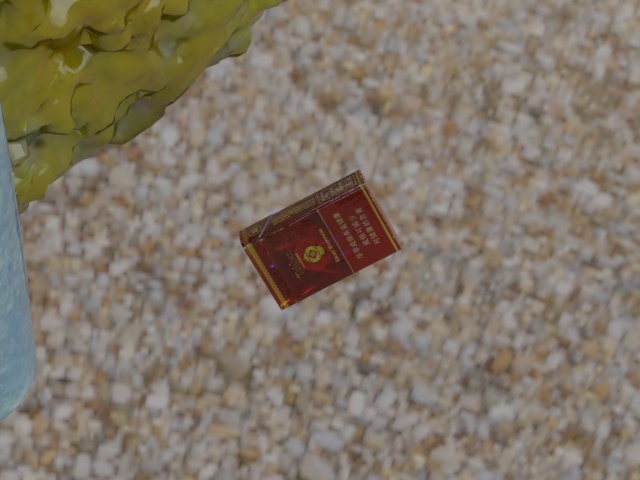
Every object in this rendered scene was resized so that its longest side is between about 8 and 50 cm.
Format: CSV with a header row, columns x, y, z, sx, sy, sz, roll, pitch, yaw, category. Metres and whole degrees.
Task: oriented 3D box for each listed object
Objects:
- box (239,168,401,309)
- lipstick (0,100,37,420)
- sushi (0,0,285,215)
x,y,z,sx,sy,sz,roll,pitch,yaw,category
0.000,0.000,1.078,0.082,0.051,0.023,-27,28,6,box
-0.122,-0.048,0.479,0.068,0.274,0.061,-31,55,-23,lipstick
-0.189,-0.207,0.798,0.351,0.240,0.396,40,62,20,sushi
